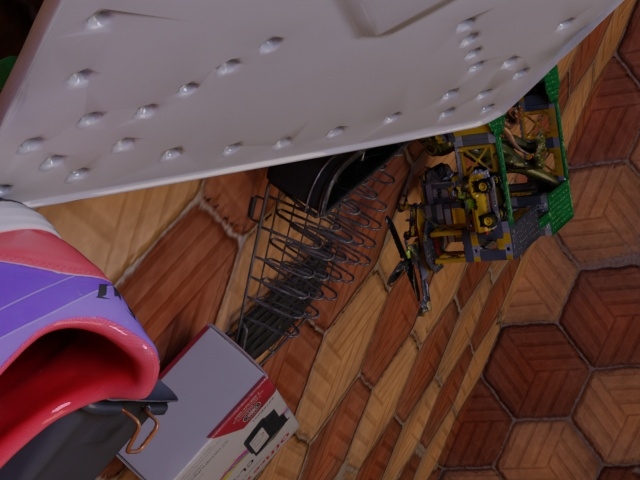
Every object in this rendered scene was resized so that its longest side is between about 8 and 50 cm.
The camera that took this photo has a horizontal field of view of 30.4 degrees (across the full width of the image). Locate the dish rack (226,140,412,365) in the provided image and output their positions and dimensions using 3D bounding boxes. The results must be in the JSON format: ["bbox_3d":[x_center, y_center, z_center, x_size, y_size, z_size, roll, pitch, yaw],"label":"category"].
[{"bbox_3d":[0.000,0.000,1.088,0.208,0.074,0.271,-40,151,-51],"label":"dish rack"}]

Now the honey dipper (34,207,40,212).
[{"bbox_3d":[-0.177,0.006,0.651,0.160,0.031,0.030,-58,162,-26],"label":"honey dipper"}]

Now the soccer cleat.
[{"bbox_3d":[-0.207,0.080,0.475,0.318,0.116,0.108,-30,146,-44],"label":"soccer cleat"}]

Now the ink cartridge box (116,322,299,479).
[{"bbox_3d":[-0.094,0.161,0.997,0.127,0.072,0.175,-48,159,-11],"label":"ink cartridge box"}]

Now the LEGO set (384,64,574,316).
[{"bbox_3d":[0.153,-0.087,1.340,0.331,0.192,0.254,-43,124,-56],"label":"LEGO set"}]

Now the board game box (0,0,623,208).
[{"bbox_3d":[0.050,-0.157,0.562,0.390,0.050,0.390,-13,159,-37],"label":"board game box"}]

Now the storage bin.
[{"bbox_3d":[-0.162,0.117,0.758,0.091,0.098,0.135,-55,163,3],"label":"storage bin"}]
